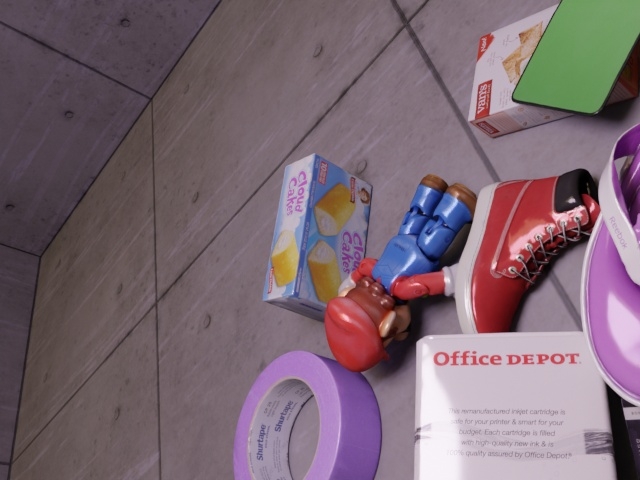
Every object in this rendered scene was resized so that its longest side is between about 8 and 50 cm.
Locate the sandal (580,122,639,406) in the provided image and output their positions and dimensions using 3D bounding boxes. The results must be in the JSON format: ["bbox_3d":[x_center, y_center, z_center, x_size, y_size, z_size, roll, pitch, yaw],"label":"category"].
[{"bbox_3d":[0.334,-0.050,0.604,0.169,0.102,0.416,14,87,53],"label":"sandal"}]

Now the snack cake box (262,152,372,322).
[{"bbox_3d":[0.000,0.000,1.141,0.089,0.152,0.264,-17,58,47],"label":"snack cake box"}]

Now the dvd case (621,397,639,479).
[{"bbox_3d":[0.367,0.244,0.564,0.164,0.018,0.221,-26,66,52],"label":"dvd case"}]

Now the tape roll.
[{"bbox_3d":[-0.029,0.324,1.043,0.275,0.090,0.274,-31,47,39],"label":"tape roll"}]

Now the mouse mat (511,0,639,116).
[{"bbox_3d":[0.347,-0.258,0.844,0.153,0.007,0.189,33,96,54],"label":"mouse mat"}]

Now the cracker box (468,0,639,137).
[{"bbox_3d":[0.332,-0.255,0.925,0.232,0.067,0.155,-11,62,50],"label":"cracker box"}]

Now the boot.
[{"bbox_3d":[0.275,0.023,0.823,0.176,0.088,0.244,-7,61,50],"label":"boot"}]

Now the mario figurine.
[{"bbox_3d":[0.135,0.067,0.987,0.320,0.170,0.198,-54,-1,-1],"label":"mario figurine"}]

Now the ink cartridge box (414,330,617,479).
[{"bbox_3d":[0.207,0.246,0.688,0.198,0.115,0.272,-4,62,19],"label":"ink cartridge box"}]
